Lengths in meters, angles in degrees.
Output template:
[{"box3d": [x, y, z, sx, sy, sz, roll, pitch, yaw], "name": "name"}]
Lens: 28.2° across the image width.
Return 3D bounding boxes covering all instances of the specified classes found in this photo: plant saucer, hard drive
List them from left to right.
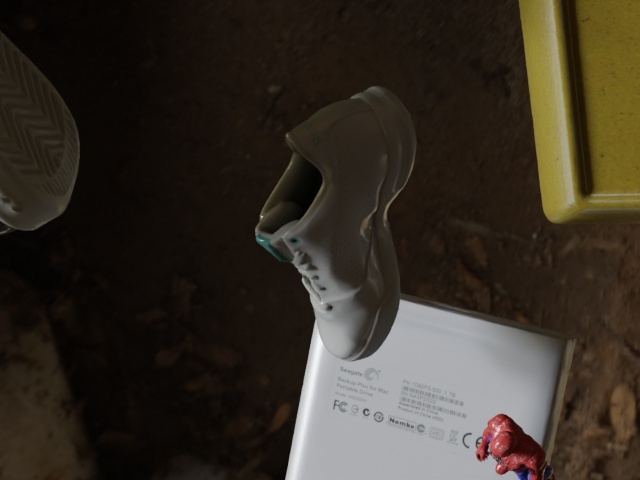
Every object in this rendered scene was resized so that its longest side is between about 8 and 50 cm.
[{"box3d": [0.069, 0.201, 0.995, 0.203, 0.040, 0.307, 13, 97, 25], "name": "hard drive"}, {"box3d": [0.348, -0.152, 1.185, 0.333, 0.081, 0.333, -1, 116, 23], "name": "plant saucer"}]

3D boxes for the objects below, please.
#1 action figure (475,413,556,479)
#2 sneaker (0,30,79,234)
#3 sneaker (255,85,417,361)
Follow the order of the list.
[{"box3d": [0.097, 0.110, 0.633, 0.030, 0.115, 0.038, -42, 66, -5], "name": "action figure"}, {"box3d": [-0.287, -0.125, 0.694, 0.148, 0.131, 0.350, -20, 120, 21], "name": "sneaker"}, {"box3d": [0.000, 0.000, 0.832, 0.080, 0.094, 0.212, 44, 143, 40], "name": "sneaker"}]
